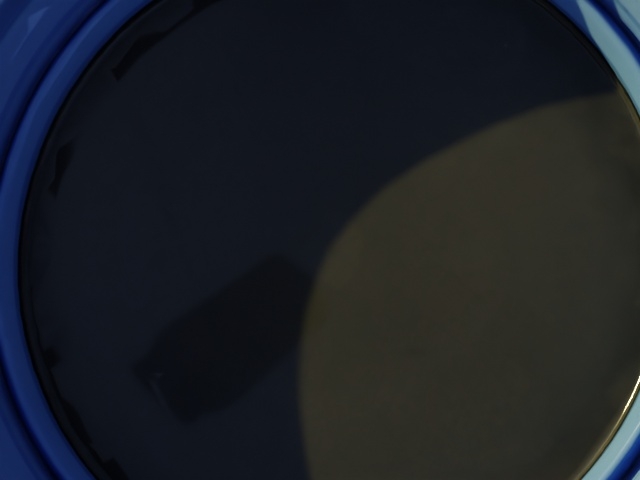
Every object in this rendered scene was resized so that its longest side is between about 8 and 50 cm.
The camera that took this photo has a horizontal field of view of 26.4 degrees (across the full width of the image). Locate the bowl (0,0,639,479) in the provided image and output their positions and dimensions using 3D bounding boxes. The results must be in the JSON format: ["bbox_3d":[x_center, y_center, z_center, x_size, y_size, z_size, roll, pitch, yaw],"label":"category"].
[{"bbox_3d":[0.000,0.000,0.649,0.391,0.077,0.391,-2,81,10],"label":"bowl"}]
